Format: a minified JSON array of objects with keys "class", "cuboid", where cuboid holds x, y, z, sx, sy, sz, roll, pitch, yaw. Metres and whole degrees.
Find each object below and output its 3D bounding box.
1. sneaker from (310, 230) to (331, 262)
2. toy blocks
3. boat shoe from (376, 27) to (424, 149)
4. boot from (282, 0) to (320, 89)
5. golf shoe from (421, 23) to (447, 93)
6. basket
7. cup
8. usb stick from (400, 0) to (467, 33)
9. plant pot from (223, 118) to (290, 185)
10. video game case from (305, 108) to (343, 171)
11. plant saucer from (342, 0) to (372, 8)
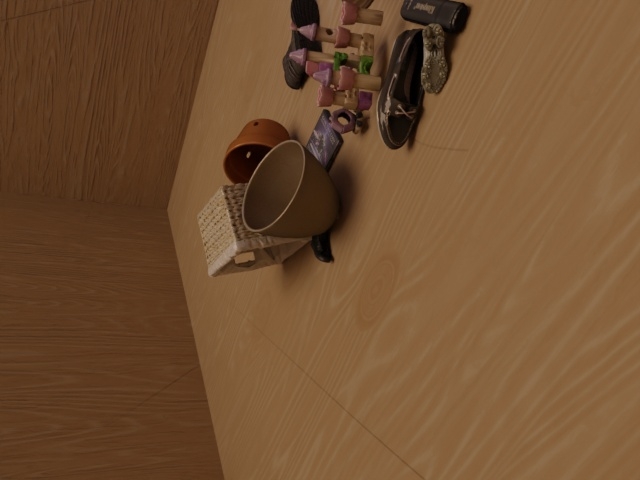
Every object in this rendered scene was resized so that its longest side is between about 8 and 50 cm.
[{"class":"sneaker","cuboid":[0.003,0.000,1.963,0.170,0.051,0.089,-123,43,-54]},{"class":"toy blocks","cuboid":[0.027,-0.520,1.702,0.309,0.260,0.288,119,155,-72]},{"class":"boat shoe","cuboid":[0.231,-0.420,1.540,0.095,0.112,0.334,-175,94,-67]},{"class":"boot","cuboid":[-0.098,-0.799,2.247,0.223,0.118,0.337,141,133,-61]},{"class":"golf shoe","cuboid":[0.301,-0.480,1.479,0.086,0.069,0.176,-65,-24,-67]},{"class":"basket","cuboid":[-0.259,-0.049,2.120,0.331,0.329,0.266,-35,70,56]},{"class":"cup","cuboid":[-0.073,-0.140,1.892,0.331,0.237,0.330,-31,46,39]},{"class":"usb stick","cuboid":[0.301,-0.617,1.513,0.278,0.045,0.077,51,130,54]},{"class":"plant pot","cuboid":[-0.233,-0.354,2.272,0.291,0.291,0.203,-51,25,46]},{"class":"video game case","cuboid":[-0.008,-0.318,2.072,0.274,0.026,0.196,-60,36,37]},{"class":"plant saucer","cuboid":[0.138,-0.910,1.889,0.278,0.041,0.277,-15,72,61]}]
